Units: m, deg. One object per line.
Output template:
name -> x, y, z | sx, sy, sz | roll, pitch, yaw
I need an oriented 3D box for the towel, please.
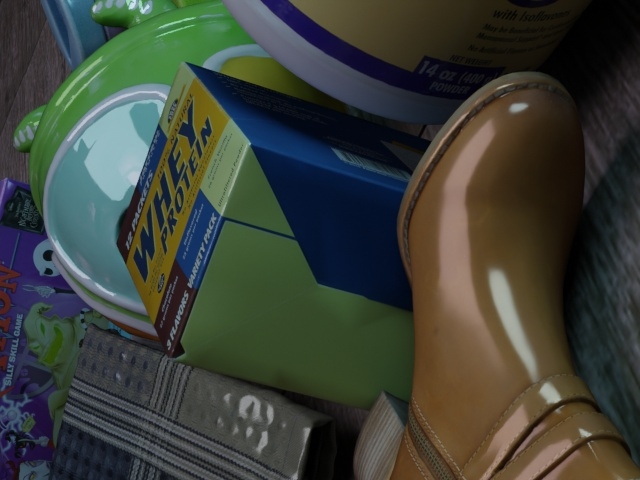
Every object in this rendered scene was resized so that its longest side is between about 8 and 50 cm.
towel -> -0.117, 0.243, 1.232 | 0.324, 0.056, 0.312 | 17, 93, 50

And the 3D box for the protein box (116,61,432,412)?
protein box -> 0.000, 0.000, 1.013 | 0.136, 0.200, 0.201 | -69, 21, 13

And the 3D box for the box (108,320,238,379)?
box -> -0.132, 0.068, 1.440 | 0.244, 0.100, 0.060 | -95, 28, -44

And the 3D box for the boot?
boot -> 0.103, 0.070, 0.833 | 0.283, 0.109, 0.220 | -67, 23, 13

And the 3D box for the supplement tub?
supplement tub -> 0.094, -0.253, 0.901 | 0.331, 0.241, 0.241 | -54, 29, 42

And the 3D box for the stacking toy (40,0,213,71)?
stacking toy -> -0.185, -0.185, 1.421 | 0.309, 0.130, 0.279 | 60, 164, 28

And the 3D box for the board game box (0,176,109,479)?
board game box -> -0.245, 0.134, 1.528 | 0.056, 0.208, 0.347 | 169, 114, -67

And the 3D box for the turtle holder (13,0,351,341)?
turtle holder -> -0.060, -0.053, 1.225 | 0.320, 0.243, 0.227 | -30, 50, 5
